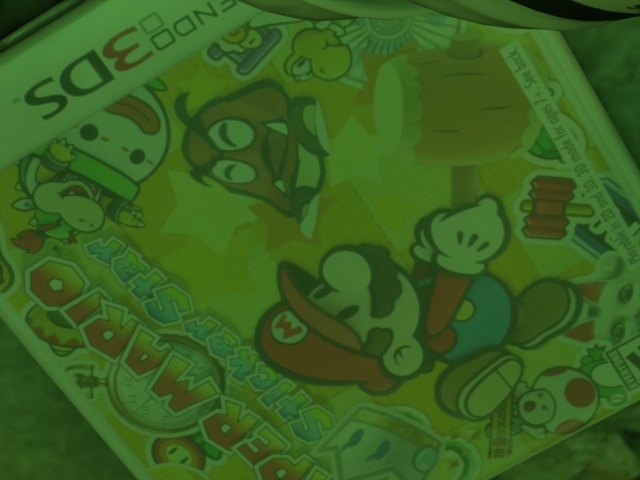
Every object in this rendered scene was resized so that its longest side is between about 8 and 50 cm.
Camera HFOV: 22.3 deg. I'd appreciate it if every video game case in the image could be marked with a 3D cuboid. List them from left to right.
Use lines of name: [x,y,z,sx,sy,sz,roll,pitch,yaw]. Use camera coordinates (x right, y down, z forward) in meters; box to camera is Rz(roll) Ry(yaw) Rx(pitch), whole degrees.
video game case: [0.000,0.000,0.544,0.206,0.026,0.227,-30,117,11]

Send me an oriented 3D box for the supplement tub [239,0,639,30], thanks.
supplement tub: [0.085,-0.140,0.285,0.272,0.191,0.191,-3,129,46]
